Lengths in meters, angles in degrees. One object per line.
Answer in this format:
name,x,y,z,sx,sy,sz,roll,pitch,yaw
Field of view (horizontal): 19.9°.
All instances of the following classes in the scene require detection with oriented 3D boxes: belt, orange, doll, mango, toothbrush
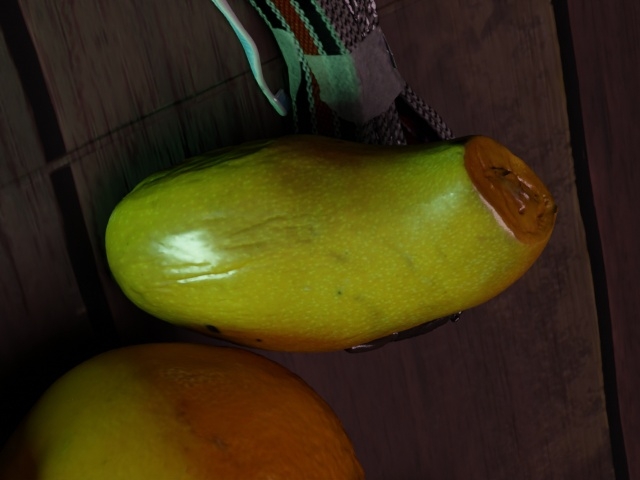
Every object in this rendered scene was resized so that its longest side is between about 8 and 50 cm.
belt,0.010,-0.152,1.437,0.126,0.094,0.359,-43,131,-28
orange,-0.104,0.226,1.388,0.312,0.312,0.312,-16,119,-31
doll,0.092,0.050,1.585,0.139,0.057,0.165,-34,162,27
mango,0.003,0.003,1.378,0.187,0.359,0.144,72,23,-44
toothbrush,-0.062,-0.156,1.437,0.017,0.014,0.162,-51,134,-18
